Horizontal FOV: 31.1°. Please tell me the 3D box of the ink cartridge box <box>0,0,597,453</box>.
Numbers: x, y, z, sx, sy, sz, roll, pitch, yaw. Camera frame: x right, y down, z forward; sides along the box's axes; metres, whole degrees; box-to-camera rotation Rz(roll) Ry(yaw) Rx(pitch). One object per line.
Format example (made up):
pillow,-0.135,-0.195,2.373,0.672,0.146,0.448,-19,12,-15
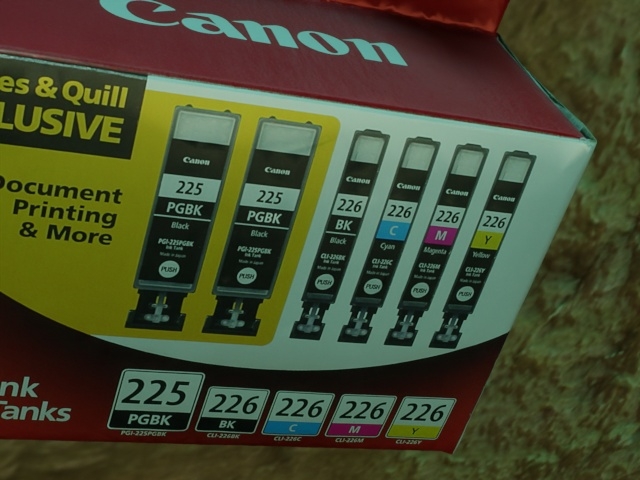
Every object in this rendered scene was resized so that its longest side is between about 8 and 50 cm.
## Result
ink cartridge box,-0.047,-0.041,0.554,0.310,0.130,0.271,5,122,-21
